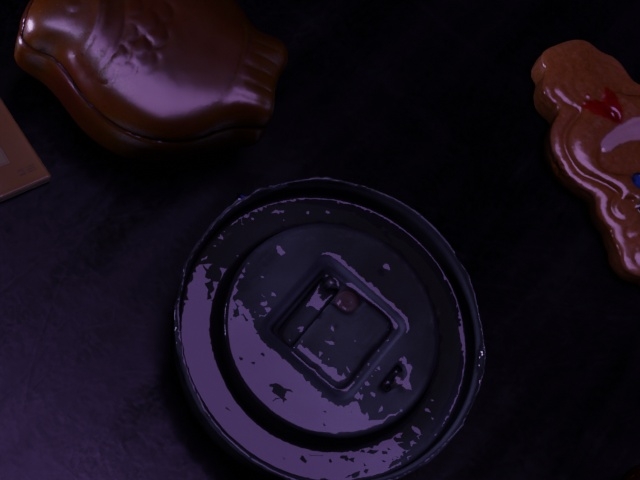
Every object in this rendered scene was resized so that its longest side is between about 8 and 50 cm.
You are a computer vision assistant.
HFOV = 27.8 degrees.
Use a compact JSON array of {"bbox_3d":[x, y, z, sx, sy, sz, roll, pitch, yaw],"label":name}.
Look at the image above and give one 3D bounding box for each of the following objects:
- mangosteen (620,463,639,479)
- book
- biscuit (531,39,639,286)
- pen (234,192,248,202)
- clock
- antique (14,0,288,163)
[{"bbox_3d":[0.349,0.274,1.361,0.081,0.081,0.081,8,62,-16],"label":"mangosteen"},{"bbox_3d":[-0.371,-0.110,1.333,0.118,0.012,0.172,-27,76,-28],"label":"book"},{"bbox_3d":[0.372,-0.101,1.572,0.202,0.047,0.333,-20,72,-26],"label":"biscuit"},{"bbox_3d":[0.000,0.000,1.403,0.204,0.025,0.025,26,59,-5],"label":"pen"},{"bbox_3d":[0.007,0.095,1.315,0.325,0.067,0.325,5,69,-14],"label":"clock"},{"bbox_3d":[-0.179,-0.188,1.371,0.278,0.129,0.223,14,61,-13],"label":"antique"}]
